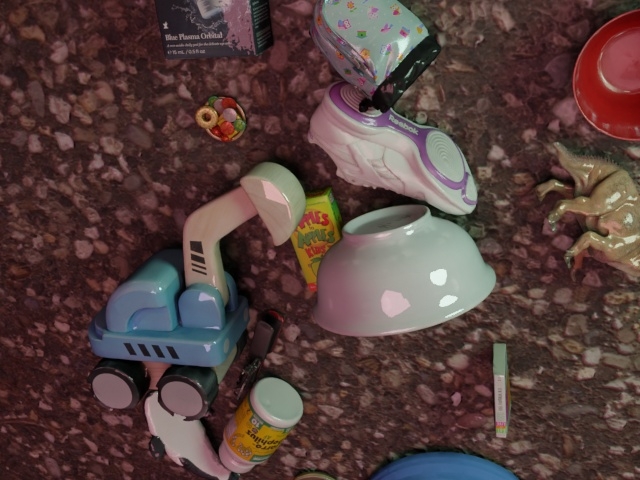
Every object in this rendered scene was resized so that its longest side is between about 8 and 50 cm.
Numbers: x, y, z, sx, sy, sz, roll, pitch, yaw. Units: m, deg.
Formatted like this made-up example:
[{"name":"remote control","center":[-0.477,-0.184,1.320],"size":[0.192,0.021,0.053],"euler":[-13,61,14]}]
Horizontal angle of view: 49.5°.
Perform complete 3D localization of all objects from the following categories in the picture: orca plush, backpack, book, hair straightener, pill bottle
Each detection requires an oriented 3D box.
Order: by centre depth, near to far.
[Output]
[{"name":"backpack","center":[0.073,-0.295,1.009],"size":[0.182,0.152,0.115],"euler":[43,164,-1]},{"name":"book","center":[0.334,0.277,1.282],"size":[0.035,0.096,0.144],"euler":[-1,117,16]},{"name":"hair straightener","center":[-0.143,0.244,1.396],"size":[0.047,0.089,0.230],"euler":[36,124,12]},{"name":"pill bottle","center":[-0.133,0.394,1.455],"size":[0.118,0.117,0.208],"euler":[32,121,-4]},{"name":"orca plush","center":[-0.293,0.437,1.560],"size":[0.287,0.102,0.151],"euler":[36,76,-17]}]

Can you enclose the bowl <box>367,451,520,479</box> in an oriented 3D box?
[{"name":"bowl","center":[0.268,0.621,1.481],"size":[0.392,0.077,0.390],"euler":[4,119,8]}]

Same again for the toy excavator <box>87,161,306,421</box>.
[{"name":"toy excavator","center":[-0.232,0.083,1.254],"size":[0.434,0.222,0.444],"euler":[2,116,15]}]

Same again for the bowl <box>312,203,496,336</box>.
[{"name":"bowl","center":[0.117,0.028,1.101],"size":[0.298,0.298,0.134],"euler":[-9,107,19]}]

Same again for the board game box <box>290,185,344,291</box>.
[{"name":"board game box","center":[0.000,0.000,1.252],"size":[0.092,0.043,0.181],"euler":[-11,114,20]}]

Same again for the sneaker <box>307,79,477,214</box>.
[{"name":"sneaker","center":[0.117,-0.134,1.132],"size":[0.305,0.114,0.152],"euler":[35,141,-6]}]

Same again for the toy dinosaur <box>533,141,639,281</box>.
[{"name":"toy dinosaur","center":[0.459,-0.041,1.071],"size":[0.201,0.127,0.295],"euler":[-24,97,17]}]

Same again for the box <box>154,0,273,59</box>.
[{"name":"box","center":[-0.167,-0.368,1.070],"size":[0.156,0.093,0.158],"euler":[1,117,14]}]

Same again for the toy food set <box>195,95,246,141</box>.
[{"name":"toy food set","center":[-0.169,-0.210,1.196],"size":[0.083,0.020,0.083],"euler":[-34,105,27]}]

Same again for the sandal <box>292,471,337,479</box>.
[{"name":"sandal","center":[0.022,0.571,1.549],"size":[0.180,0.049,0.072],"euler":[25,121,1]}]

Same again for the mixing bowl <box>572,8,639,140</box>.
[{"name":"mixing bowl","center":[0.445,-0.241,0.974],"size":[0.182,0.098,0.181],"euler":[6,118,11]}]
